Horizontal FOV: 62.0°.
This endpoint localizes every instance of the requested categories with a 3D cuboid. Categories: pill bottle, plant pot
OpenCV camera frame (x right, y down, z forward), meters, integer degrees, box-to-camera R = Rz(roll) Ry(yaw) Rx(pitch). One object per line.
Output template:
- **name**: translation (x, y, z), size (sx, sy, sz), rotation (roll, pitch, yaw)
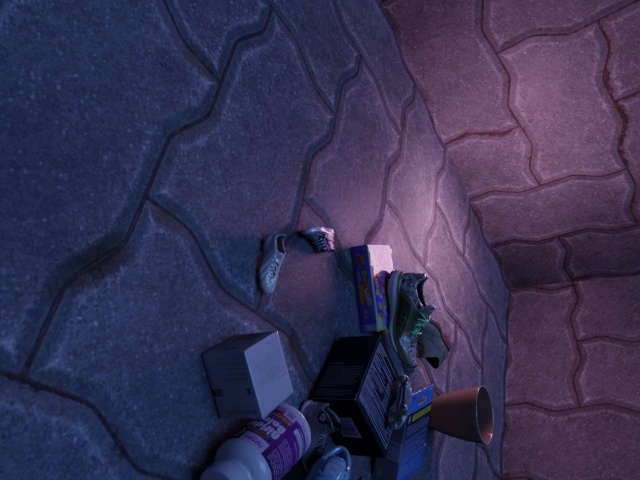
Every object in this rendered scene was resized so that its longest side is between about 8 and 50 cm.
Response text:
- **pill bottle**: translation (-0.165, 0.560, 1.379), size (0.301, 0.169, 0.169), rotation (-25, 103, -58)
- **plant pot**: translation (0.636, 0.811, 2.491), size (0.256, 0.273, 0.257), rotation (22, 63, -53)

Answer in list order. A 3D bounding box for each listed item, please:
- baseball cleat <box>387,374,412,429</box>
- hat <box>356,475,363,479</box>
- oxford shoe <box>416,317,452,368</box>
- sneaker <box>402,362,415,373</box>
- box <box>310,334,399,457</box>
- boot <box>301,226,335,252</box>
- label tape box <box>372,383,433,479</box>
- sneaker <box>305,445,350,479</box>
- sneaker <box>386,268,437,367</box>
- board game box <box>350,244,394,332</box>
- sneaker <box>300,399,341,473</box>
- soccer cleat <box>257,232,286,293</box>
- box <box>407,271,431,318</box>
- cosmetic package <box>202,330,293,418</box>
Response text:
- **baseball cleat**: translation (0.288, 0.576, 1.857), size (0.109, 0.072, 0.206), rotation (62, 38, -41)
- **hat**: translation (0.051, 0.825, 1.767), size (0.209, 0.172, 0.183), rotation (63, 0, -25)
- **oxford shoe**: translation (0.467, 0.443, 2.373), size (0.397, 0.140, 0.147), rotation (43, 61, -35)
- **sneaker**: translation (0.402, 0.514, 2.407), size (0.076, 0.064, 0.167), rotation (-17, 97, -62)
- **box**: translation (0.142, 0.540, 1.864), size (0.296, 0.182, 0.294), rotation (65, 35, -26)
- **boot**: translation (0.000, 0.000, 1.900), size (0.190, 0.069, 0.086), rotation (2, 77, -60)
- **label tape box**: translation (0.328, 0.739, 2.086), size (0.249, 0.115, 0.348), rotation (4, 94, -57)
- **sneaker**: translation (0.006, 0.685, 1.497), size (0.366, 0.135, 0.150), rotation (-20, 129, -80)
- **sneaker**: translation (0.381, 0.310, 2.164), size (0.158, 0.182, 0.411), rotation (7, 76, -57)
- **board game box**: translation (0.234, 0.194, 2.212), size (0.233, 0.078, 0.347), rotation (1, 80, -58)
- **sneaker**: translation (0.006, 0.620, 1.670), size (0.086, 0.132, 0.229), rotation (9, 73, -57)
- **soccer cleat**: translation (-0.146, 0.067, 1.640), size (0.068, 0.076, 0.196), rotation (30, 57, -51)
- **box**: translation (0.443, 0.345, 2.527), size (0.232, 0.058, 0.322), rotation (-43, 116, -54)
- **cosmetic package**: translation (-0.190, 0.355, 1.416), size (0.151, 0.151, 0.184), rotation (-22, 99, -58)
